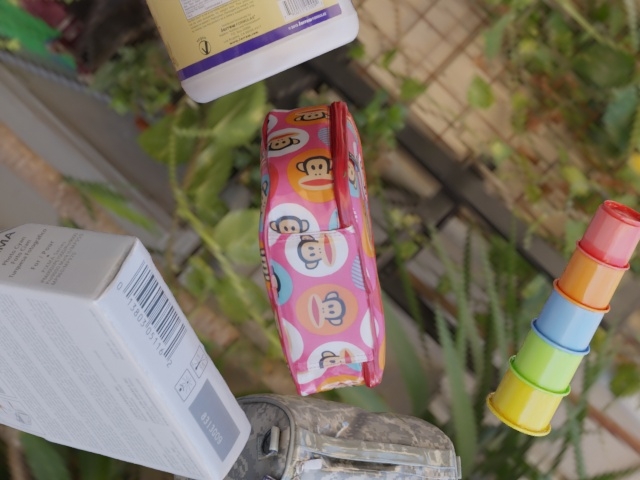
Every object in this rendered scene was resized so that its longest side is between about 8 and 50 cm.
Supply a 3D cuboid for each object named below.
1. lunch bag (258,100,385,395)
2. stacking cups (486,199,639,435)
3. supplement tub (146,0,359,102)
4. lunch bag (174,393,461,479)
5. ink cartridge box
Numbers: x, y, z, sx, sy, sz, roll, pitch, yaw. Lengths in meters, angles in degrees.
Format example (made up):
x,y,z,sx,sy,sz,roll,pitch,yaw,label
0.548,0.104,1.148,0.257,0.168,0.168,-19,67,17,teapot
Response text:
x,y,z,sx,sy,sz,roll,pitch,yaw,label
0.000,0.000,1.576,0.120,0.293,0.258,-7,-152,2,lunch bag
0.325,0.098,1.822,0.316,0.096,0.096,-65,174,17,stacking cups
-0.116,-0.362,1.747,0.241,0.331,0.241,-22,-173,3,supplement tub
-0.007,0.297,1.779,0.305,0.213,0.256,13,149,-36,lunch bag
-0.295,0.106,1.511,0.385,0.308,0.091,9,-128,33,ink cartridge box
